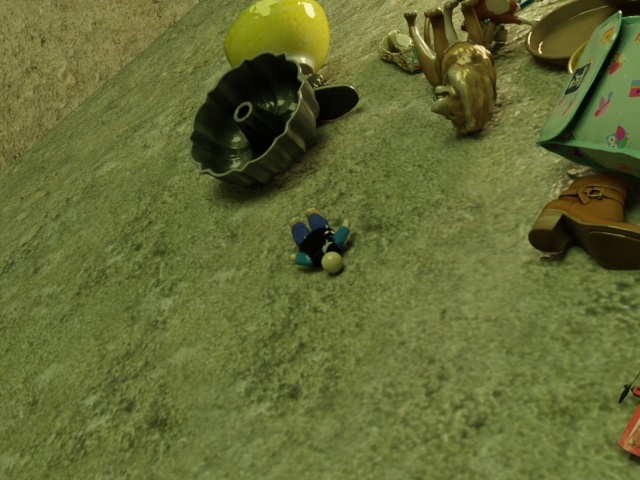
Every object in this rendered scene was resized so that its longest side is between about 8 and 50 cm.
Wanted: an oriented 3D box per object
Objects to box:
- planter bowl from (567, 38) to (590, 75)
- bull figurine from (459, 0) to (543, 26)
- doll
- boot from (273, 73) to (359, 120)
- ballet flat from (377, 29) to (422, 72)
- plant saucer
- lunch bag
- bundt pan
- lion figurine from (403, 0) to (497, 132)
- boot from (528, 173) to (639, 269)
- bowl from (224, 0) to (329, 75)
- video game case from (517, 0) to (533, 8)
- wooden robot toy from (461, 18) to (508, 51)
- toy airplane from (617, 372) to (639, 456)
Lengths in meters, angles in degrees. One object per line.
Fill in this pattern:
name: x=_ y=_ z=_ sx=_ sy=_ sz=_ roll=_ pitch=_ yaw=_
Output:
planter bowl: x=0.547 y=-0.292 z=1.282 sx=0.217 sy=0.090 sz=0.217 roll=-20 pitch=32 yaw=13
bull figurine: x=0.388 y=-0.535 z=1.646 sx=0.188 sy=0.101 sz=0.310 roll=15 pitch=9 yaw=29
doll: x=0.000 y=0.000 z=1.347 sx=0.129 sy=0.046 sz=0.189 roll=-30 pitch=31 yaw=0
boot: x=-0.001 y=-0.362 z=1.823 sx=0.236 sy=0.085 sz=0.178 roll=-15 pitch=32 yaw=28
ballet flat: x=0.200 y=-0.482 z=1.844 sx=0.091 sy=0.077 sz=0.241 roll=-33 pitch=31 yaw=-5
plant saucer: x=0.562 y=-0.435 z=1.523 sx=0.278 sy=0.041 sz=0.278 roll=-21 pitch=32 yaw=14
lunch bag: x=0.462 y=-0.210 z=1.100 sx=0.262 sy=0.160 sz=0.223 roll=30 pitch=95 yaw=52
bundt pan: x=-0.141 y=-0.260 z=1.691 sx=0.331 sy=0.124 sz=0.330 roll=-18 pitch=55 yaw=28
lion figurine: x=0.273 y=-0.369 z=1.548 sx=0.142 sy=0.240 sz=0.392 roll=-14 pitch=18 yaw=8
boot: x=0.410 y=-0.038 z=1.054 sx=0.197 sy=0.073 sz=0.152 roll=14 pitch=45 yaw=42
bowl: x=-0.094 y=-0.479 z=1.944 sx=0.290 sy=0.289 sz=0.156 roll=-25 pitch=63 yaw=8
video game case: x=0.461 y=-0.587 z=1.842 sx=0.166 sy=0.015 sz=0.119 roll=-34 pitch=32 yaw=-7
wooden robot toy: x=0.355 y=-0.442 z=1.648 sx=0.076 sy=0.079 sz=0.173 roll=11 pitch=11 yaw=33
toy airplane: x=0.392 y=0.183 z=0.790 sx=0.151 sy=0.028 sz=0.151 roll=-21 pitch=34 yaw=15
